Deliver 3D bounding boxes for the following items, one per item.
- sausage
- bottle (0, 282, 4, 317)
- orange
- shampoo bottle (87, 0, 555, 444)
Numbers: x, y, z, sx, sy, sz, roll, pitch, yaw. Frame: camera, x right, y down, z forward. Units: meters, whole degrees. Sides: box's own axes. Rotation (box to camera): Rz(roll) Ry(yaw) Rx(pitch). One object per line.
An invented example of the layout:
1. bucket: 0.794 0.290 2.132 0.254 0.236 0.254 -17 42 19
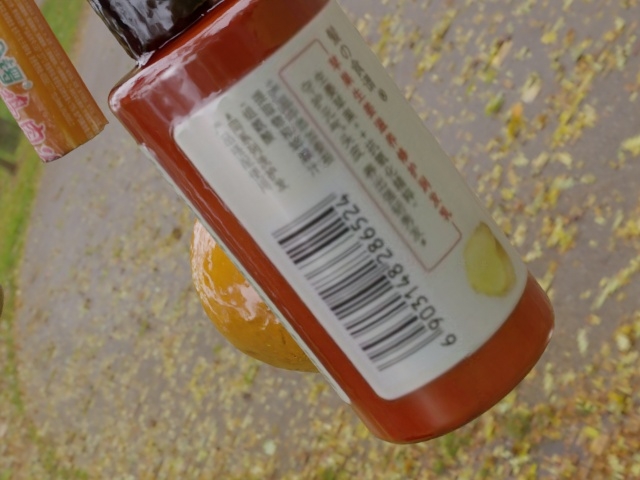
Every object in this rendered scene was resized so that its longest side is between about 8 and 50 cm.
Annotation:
1. sausage: -0.275 -0.183 1.000 0.071 0.234 0.071 -28 16 9
2. bottle: -0.337 0.030 0.805 0.097 0.209 0.110 -59 -9 -39
3. orange: 0.000 0.000 0.803 0.161 0.193 0.193 49 116 30
4. shampoo bottle: -0.016 -0.045 0.490 0.104 0.278 0.104 -35 15 11
